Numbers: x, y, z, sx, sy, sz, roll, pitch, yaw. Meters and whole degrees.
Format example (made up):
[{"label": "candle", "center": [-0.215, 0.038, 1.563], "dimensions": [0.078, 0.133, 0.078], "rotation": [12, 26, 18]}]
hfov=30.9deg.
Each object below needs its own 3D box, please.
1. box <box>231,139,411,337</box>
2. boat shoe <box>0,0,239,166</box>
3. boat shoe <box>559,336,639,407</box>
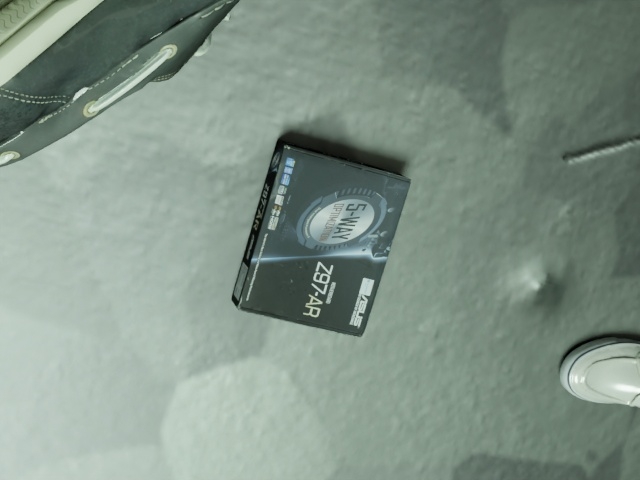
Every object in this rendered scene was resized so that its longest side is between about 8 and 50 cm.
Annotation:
[{"label": "box", "center": [0.000, 0.000, 0.562], "dimensions": [0.067, 0.018, 0.083], "rotation": [15, 98, -17]}, {"label": "boat shoe", "center": [-0.075, -0.112, 0.497], "dimensions": [0.233, 0.084, 0.079], "rotation": [-35, 147, -12]}, {"label": "boat shoe", "center": [0.179, 0.075, 0.619], "dimensions": [0.100, 0.035, 0.035], "rotation": [7, 101, -17]}]
